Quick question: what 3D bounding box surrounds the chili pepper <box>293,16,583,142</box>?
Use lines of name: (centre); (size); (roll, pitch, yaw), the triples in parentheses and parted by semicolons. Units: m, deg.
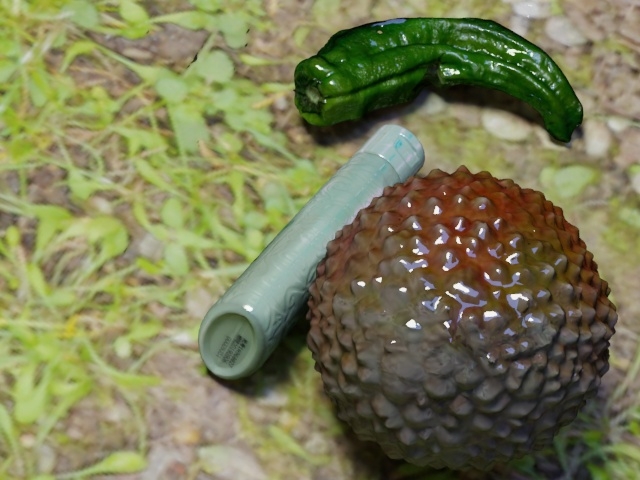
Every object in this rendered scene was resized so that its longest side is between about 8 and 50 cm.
chili pepper: (0.070, -0.099, 1.211); (0.182, 0.050, 0.073); (1, 49, -14)

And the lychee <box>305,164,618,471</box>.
lychee: (0.072, 0.042, 1.053); (0.165, 0.197, 0.165); (-1, 96, -8)

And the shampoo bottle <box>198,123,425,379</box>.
shampoo bottle: (0.000, 0.000, 1.121); (0.041, 0.069, 0.191); (35, 51, 8)
